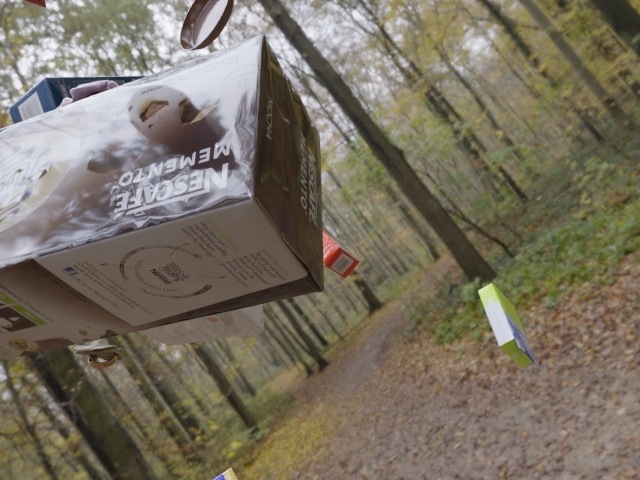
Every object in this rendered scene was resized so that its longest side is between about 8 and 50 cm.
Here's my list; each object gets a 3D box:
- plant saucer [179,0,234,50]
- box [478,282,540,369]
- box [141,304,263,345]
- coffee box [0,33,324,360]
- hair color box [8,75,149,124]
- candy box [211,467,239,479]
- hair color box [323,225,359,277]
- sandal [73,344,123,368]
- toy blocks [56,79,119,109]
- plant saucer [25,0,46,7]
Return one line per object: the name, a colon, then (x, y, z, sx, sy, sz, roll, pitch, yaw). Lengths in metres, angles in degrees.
plant saucer: (-0.227, -0.456, 1.249, 0.029, 0.169, 0.168, 26, -55, -39)
box: (0.405, 0.190, 1.319, 0.042, 0.109, 0.178, -33, 38, 22)
box: (-0.188, 0.096, 0.954, 0.170, 0.091, 0.130, -10, -25, 9)
coffee box: (-0.154, -0.025, 0.489, 0.296, 0.168, 0.119, -13, -39, 17)
hair color box: (-0.489, -0.292, 1.390, 0.173, 0.105, 0.347, -17, 3, 39)
candy box: (-0.242, 0.664, 1.210, 0.317, 0.268, 0.122, -27, -41, -21)
hair color box: (0.000, 0.000, 1.313, 0.053, 0.167, 0.093, -49, -36, 5)
sandal: (-0.465, 0.250, 1.305, 0.072, 0.049, 0.180, -1, -16, -1)
toy blocks: (-0.397, -0.083, 0.914, 0.309, 0.259, 0.289, 134, 154, -82)
plant saucer: (-0.762, -0.616, 1.335, 0.048, 0.258, 0.259, -58, 1, 13)
